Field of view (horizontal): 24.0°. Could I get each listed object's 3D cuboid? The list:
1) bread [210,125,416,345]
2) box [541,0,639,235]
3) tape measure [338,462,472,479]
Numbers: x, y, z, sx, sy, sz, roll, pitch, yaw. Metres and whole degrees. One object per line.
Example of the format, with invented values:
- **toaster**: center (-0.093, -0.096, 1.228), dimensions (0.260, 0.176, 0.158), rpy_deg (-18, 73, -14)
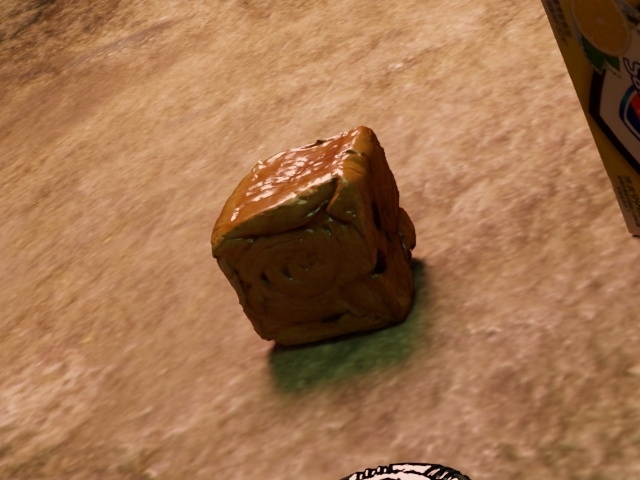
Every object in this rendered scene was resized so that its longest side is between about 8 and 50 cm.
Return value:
- **bread**: center (0.000, 0.000, 1.392), dimensions (0.158, 0.149, 0.143), rpy_deg (-21, 23, 23)
- **box**: center (0.294, -0.121, 1.212), dimensions (0.097, 0.265, 0.168), rpy_deg (-37, 30, -20)
- **tape measure**: center (0.036, 0.225, 0.958), dimensions (0.199, 0.112, 0.186), rpy_deg (-18, 24, 12)
